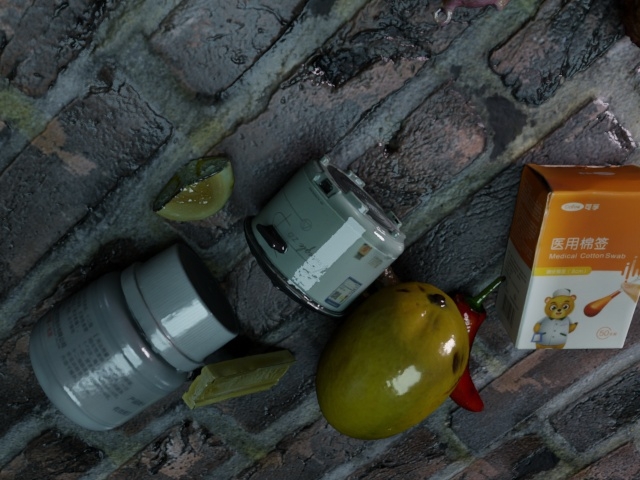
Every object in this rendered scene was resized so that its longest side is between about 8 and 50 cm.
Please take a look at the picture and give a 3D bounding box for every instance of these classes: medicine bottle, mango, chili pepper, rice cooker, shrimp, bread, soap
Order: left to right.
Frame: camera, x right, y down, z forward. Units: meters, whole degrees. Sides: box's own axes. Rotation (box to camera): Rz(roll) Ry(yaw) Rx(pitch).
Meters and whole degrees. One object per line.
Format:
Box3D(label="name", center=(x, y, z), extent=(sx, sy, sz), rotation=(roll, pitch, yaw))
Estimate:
Box3D(label="medicine bottle", center=(-0.326, 0.167, 1.165), extent=(0.306, 0.245, 0.245), rotation=(-32, 117, 2))
Box3D(label="bread", center=(-0.207, -0.086, 1.132), extent=(0.157, 0.083, 0.094), rotation=(-42, 117, 19))
Box3D(label="soap", center=(-0.152, 0.269, 1.270), extent=(0.092, 0.037, 0.252), rotation=(-51, 153, 22))
Box3D(label="rice cooker", center=(0.000, 0.000, 1.112), extent=(0.227, 0.241, 0.280), rotation=(-46, 152, 14))
Box3D(label="mango", center=(0.109, 0.238, 1.188), extent=(0.220, 0.301, 0.445), rotation=(39, 147, 7))
Box3D(label="shrimp", center=(0.120, 0.100, 1.285), extent=(0.099, 0.041, 0.180), rotation=(-38, 116, 18))
Box3D(label="chili pepper", center=(0.296, 0.226, 1.353), extent=(0.136, 0.092, 0.369), rotation=(-11, 127, -14))

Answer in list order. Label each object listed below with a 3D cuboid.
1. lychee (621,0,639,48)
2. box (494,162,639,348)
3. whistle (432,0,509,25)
Box3D(label="lychee", center=(0.569, -0.372, 1.003), extent=(0.188, 0.188, 0.188), rotation=(-2, 118, -4))
Box3D(label="box", center=(0.479, 0.029, 1.221), extent=(0.224, 0.143, 0.342), rotation=(0, 119, -5))
Box3D(label="whistle", center=(0.265, -0.473, 0.947), extent=(0.142, 0.133, 0.346), rotation=(36, 105, 17))
